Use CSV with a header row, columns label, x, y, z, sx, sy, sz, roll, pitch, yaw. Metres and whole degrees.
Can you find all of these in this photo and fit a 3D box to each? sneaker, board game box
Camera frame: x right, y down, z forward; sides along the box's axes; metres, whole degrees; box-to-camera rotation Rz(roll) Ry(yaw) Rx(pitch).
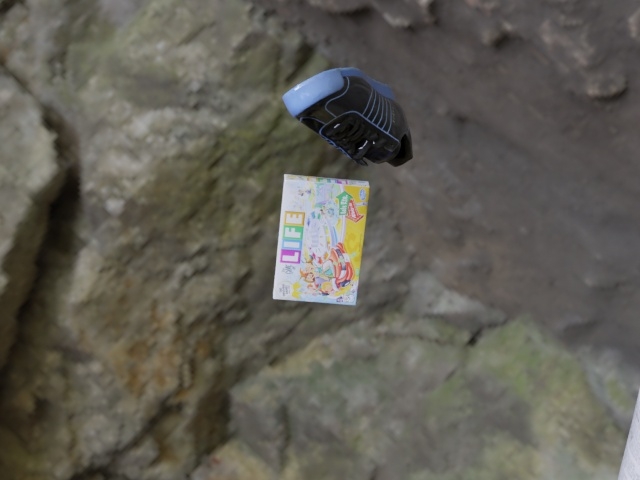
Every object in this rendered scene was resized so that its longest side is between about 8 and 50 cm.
label,x,y,z,sx,sy,sz,roll,pitch,yaw
sneaker,0.042,-0.133,1.548,0.232,0.081,0.090,-1,-117,-62
board game box,0.000,0.000,1.671,0.104,0.154,0.026,4,-161,-4

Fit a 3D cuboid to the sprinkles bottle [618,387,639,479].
label,x,y,z,sx,sy,sz,roll,pitch,yaw
sprinkles bottle,0.376,0.198,1.406,0.121,0.121,0.355,36,138,36
